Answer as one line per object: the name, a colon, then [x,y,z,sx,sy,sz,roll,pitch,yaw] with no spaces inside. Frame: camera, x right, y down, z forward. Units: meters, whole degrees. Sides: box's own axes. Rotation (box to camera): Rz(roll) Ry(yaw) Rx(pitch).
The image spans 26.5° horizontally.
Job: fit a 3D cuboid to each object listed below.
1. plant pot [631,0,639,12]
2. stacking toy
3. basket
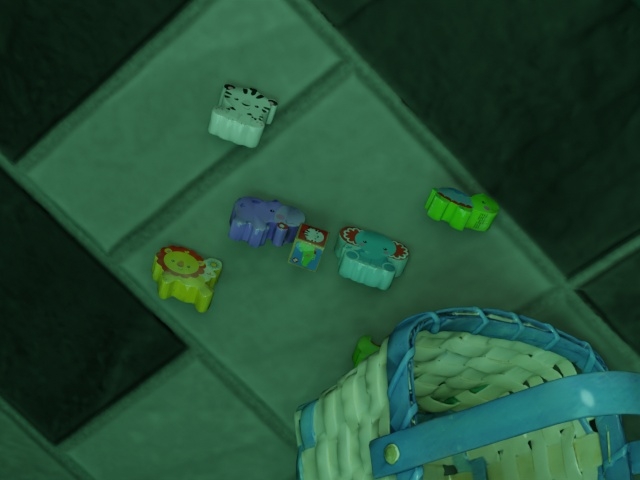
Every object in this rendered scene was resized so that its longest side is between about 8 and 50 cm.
plant pot: [0.265,-0.198,0.675,0.293,0.235,0.293,7,121,11]
stacking toy: [0.000,0.000,0.974,0.221,0.052,0.167,21,125,-1]
basket: [0.135,0.140,0.893,0.289,0.201,0.255,-19,157,40]
